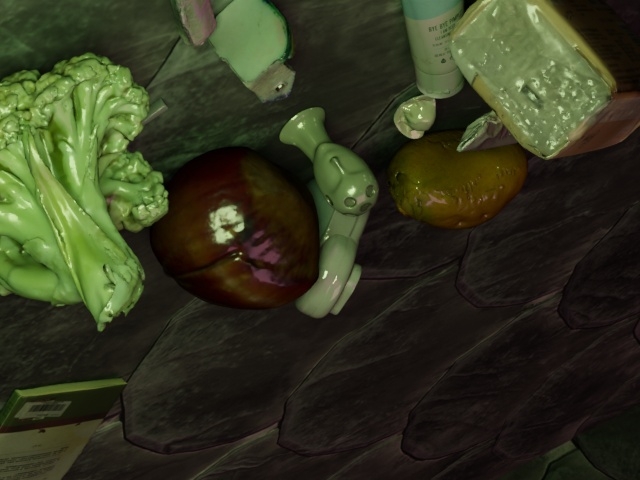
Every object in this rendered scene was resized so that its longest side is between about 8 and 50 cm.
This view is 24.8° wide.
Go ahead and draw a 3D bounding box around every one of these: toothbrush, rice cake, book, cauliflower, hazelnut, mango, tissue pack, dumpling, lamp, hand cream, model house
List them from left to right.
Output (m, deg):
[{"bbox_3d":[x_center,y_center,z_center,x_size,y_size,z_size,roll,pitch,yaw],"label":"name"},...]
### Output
[{"bbox_3d":[-0.434,0.310,2.219,0.201,0.026,0.289,-3,140,-46],"label":"book"},{"bbox_3d":[-0.282,-0.037,1.544,0.327,0.281,0.260,-46,180,29],"label":"cauliflower"},{"bbox_3d":[-0.263,-0.106,1.728,0.194,0.014,0.017,-35,153,0],"label":"toothbrush"},{"bbox_3d":[-0.142,-0.278,1.555,0.047,0.036,0.207,-32,153,-15],"label":"rice cake"},{"bbox_3d":[-0.114,-0.012,1.868,0.229,0.229,0.229,-27,153,-15],"label":"hazelnut"},{"bbox_3d":[-0.062,-0.217,1.676,0.088,0.101,0.100,-40,155,7],"label":"model house"},{"bbox_3d":[-0.003,0.000,2.015,0.108,0.246,0.179,19,131,-11],"label":"lamp"},{"bbox_3d":[0.132,-0.176,2.041,0.059,0.043,0.077,-7,162,-16],"label":"dumpling"},{"bbox_3d":[0.138,-0.303,1.830,0.111,0.070,0.312,-27,145,-11],"label":"hand cream"},{"bbox_3d":[0.202,-0.091,2.137,0.248,0.151,0.156,-11,180,-44],"label":"mango"},{"bbox_3d":[0.293,-0.205,1.916,0.238,0.238,0.305,-47,166,24],"label":"tissue pack"}]

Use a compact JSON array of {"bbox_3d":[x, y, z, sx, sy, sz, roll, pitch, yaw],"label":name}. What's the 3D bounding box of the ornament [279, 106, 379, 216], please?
[{"bbox_3d":[0.016,-0.099,1.902,0.075,0.156,0.081,-33,154,-5],"label":"ornament"}]
